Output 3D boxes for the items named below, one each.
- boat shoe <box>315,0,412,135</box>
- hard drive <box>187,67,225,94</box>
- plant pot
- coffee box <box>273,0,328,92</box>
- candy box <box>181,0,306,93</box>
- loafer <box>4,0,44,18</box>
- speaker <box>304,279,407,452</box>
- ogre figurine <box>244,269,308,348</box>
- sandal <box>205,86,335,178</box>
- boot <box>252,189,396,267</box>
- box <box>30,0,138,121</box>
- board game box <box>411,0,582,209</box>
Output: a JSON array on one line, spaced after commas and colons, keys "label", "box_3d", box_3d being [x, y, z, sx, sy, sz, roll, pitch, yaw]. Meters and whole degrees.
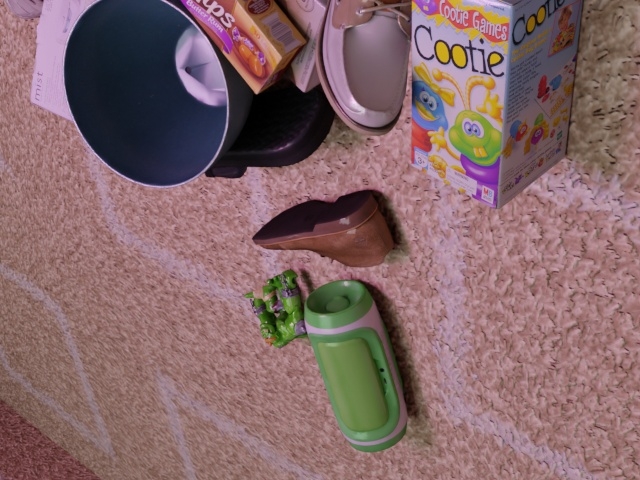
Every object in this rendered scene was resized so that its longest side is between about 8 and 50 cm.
[{"label": "boat shoe", "box_3d": [0.061, -0.275, 1.334, 0.103, 0.113, 0.302, 129, 144, -59]}, {"label": "hard drive", "box_3d": [-0.199, -0.270, 1.826, 0.135, 0.022, 0.094, -19, 78, 39]}, {"label": "plant pot", "box_3d": [-0.212, -0.246, 1.685, 0.290, 0.195, 0.290, 11, 116, 25]}, {"label": "coffee box", "box_3d": [-0.069, -0.372, 1.533, 0.297, 0.119, 0.168, 45, 148, 15]}, {"label": "candy box", "box_3d": [-0.109, -0.301, 1.491, 0.187, 0.053, 0.109, 51, 150, 1]}, {"label": "loafer", "box_3d": [-0.581, -0.560, 2.054, 0.111, 0.112, 0.319, 5, 132, 45]}, {"label": "speaker", "box_3d": [0.063, 0.218, 1.925, 0.131, 0.131, 0.297, 15, 132, 46]}, {"label": "ogre figurine", "box_3d": [-0.071, 0.131, 2.058, 0.197, 0.096, 0.118, -31, 76, 44]}, {"label": "sandal", "box_3d": [-0.136, -0.158, 1.809, 0.445, 0.168, 0.107, 8, 153, 48]}, {"label": "boot", "box_3d": [0.000, 0.000, 1.828, 0.305, 0.112, 0.115, -5, 127, 52]}, {"label": "box", "box_3d": [-0.357, -0.323, 1.856, 0.231, 0.126, 0.262, 24, 109, 39]}, {"label": "board game box", "box_3d": [0.203, -0.203, 1.314, 0.142, 0.144, 0.275, 31, 141, 33]}]
